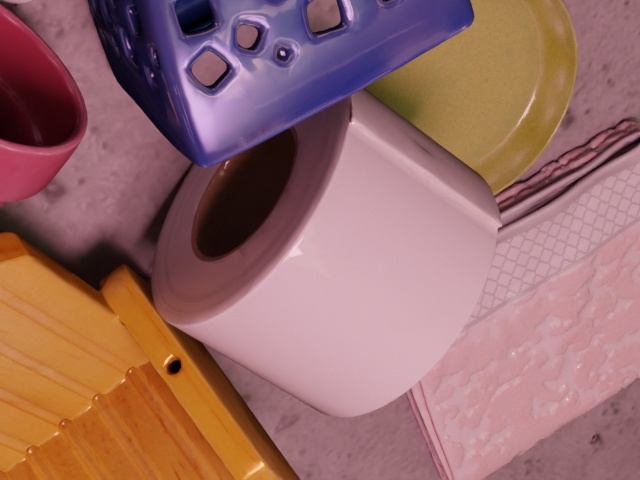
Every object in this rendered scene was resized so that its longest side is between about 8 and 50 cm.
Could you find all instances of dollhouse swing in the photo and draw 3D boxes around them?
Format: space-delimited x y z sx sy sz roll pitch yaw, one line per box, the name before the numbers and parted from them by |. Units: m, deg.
dollhouse swing | -0.233 0.210 1.141 0.347 0.315 0.305 -37 170 1

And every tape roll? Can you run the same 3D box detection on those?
tape roll | 0.000 0.000 1.200 0.169 0.246 0.246 33 98 -28

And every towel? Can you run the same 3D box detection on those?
towel | 0.232 0.076 1.520 0.332 0.053 0.317 -30 129 -10

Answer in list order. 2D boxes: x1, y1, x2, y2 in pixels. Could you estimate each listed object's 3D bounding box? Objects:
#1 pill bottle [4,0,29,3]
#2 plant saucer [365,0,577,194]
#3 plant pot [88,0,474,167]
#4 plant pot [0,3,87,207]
pill bottle | -0.251 -0.215 1.007 0.094 0.094 0.169 -56 159 10
plant saucer | 0.124 -0.140 1.337 0.241 0.037 0.241 -14 124 -21
plant pot | -0.061 -0.222 1.064 0.236 0.236 0.212 -30 121 -10
plant pot | -0.297 -0.071 1.050 0.201 0.201 0.180 21 121 -37
